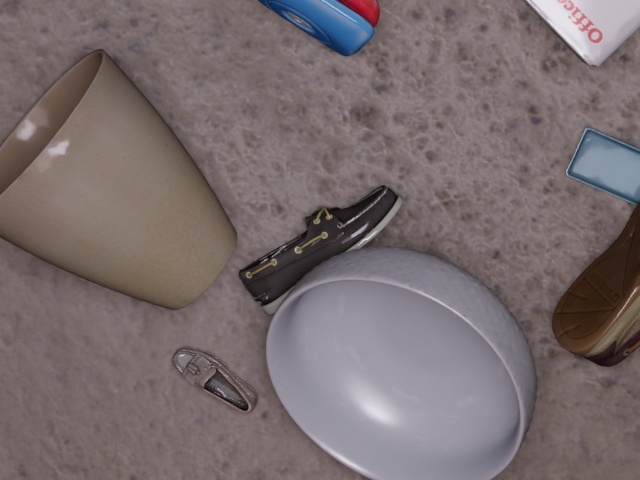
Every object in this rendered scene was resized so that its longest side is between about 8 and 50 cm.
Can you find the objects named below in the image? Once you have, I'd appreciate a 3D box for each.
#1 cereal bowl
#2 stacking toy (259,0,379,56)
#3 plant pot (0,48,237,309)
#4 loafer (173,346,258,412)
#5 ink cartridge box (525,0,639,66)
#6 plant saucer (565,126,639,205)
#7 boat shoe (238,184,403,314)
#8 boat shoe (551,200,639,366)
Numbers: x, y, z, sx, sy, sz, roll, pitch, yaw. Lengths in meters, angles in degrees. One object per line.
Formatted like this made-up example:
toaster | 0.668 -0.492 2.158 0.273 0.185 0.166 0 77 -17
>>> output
cereal bowl | 0.110 0.139 1.881 0.339 0.141 0.339 15 131 18
stacking toy | 0.053 -0.387 1.851 0.165 0.175 0.302 33 87 -5
plant pot | -0.243 -0.046 1.877 0.274 0.256 0.256 40 99 -21
loafer | -0.135 0.179 1.987 0.125 0.039 0.045 34 99 -3
ink cartridge box | 0.352 -0.369 1.844 0.273 0.115 0.198 -44 94 8
plant saucer | 0.406 -0.076 1.935 0.192 0.018 0.067 23 100 0
boat shoe | 0.000 0.000 1.933 0.227 0.081 0.069 -39 99 10
boat shoe | 0.440 0.025 1.906 0.123 0.123 0.342 32 104 -38
